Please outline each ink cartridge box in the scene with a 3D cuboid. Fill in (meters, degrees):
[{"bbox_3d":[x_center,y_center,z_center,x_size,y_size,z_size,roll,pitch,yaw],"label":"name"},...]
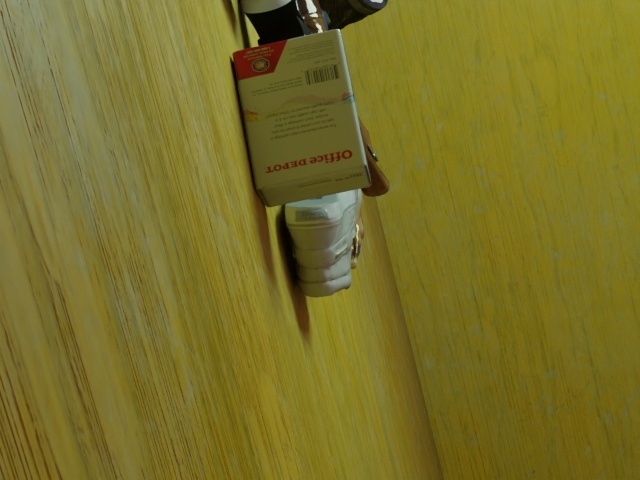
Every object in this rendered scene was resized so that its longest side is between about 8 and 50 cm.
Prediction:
[{"bbox_3d":[-0.021,-0.138,1.554,0.072,0.128,0.175,68,12,-71],"label":"ink cartridge box"}]

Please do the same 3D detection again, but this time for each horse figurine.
[{"bbox_3d":[0.031,-0.070,2.210,0.174,0.066,0.263,-65,145,-71],"label":"horse figurine"}]

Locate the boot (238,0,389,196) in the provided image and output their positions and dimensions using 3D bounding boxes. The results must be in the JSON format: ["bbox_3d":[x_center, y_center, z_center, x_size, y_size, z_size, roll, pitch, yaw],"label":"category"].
[{"bbox_3d":[0.009,-0.229,1.800,0.280,0.096,0.264,50,14,-45],"label":"boot"}]

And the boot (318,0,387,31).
[{"bbox_3d":[0.010,-0.408,2.133,0.091,0.229,0.262,20,61,-30],"label":"boot"}]

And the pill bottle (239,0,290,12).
[{"bbox_3d":[-0.084,-0.355,1.637,0.086,0.086,0.152,-91,167,-64],"label":"pill bottle"}]

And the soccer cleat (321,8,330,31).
[{"bbox_3d":[-0.028,-0.207,1.966,0.121,0.093,0.289,-9,91,-54],"label":"soccer cleat"}]

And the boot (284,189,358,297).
[{"bbox_3d":[0.000,0.000,1.734,0.258,0.095,0.123,-49,136,-77],"label":"boot"}]
